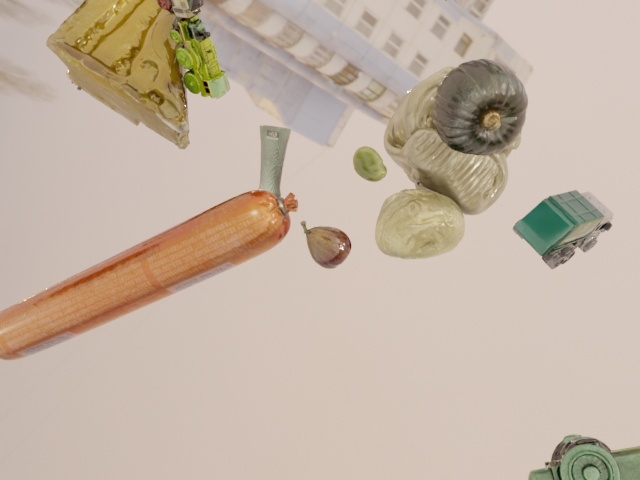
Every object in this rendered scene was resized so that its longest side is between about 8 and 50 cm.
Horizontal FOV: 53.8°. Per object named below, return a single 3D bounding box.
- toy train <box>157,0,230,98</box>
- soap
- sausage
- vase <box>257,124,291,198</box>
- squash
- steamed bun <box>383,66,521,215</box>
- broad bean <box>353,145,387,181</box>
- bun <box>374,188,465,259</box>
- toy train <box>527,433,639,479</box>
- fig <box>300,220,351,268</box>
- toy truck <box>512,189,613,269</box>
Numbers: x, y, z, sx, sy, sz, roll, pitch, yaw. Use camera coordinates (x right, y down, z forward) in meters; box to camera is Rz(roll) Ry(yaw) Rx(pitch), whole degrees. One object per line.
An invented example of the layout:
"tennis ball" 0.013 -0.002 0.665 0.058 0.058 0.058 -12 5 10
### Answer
"toy train" -0.213 -0.349 1.008 0.085 0.249 0.053 16 -133 33
"soap" -0.268 -0.376 1.164 0.305 0.169 0.338 33 -106 8
"sausage" -0.168 0.036 0.550 0.348 0.053 0.053 -24 -122 19
"vase" -0.145 -0.230 1.894 0.096 0.096 0.219 12 -82 47
"squash" 0.353 -0.289 1.394 0.172 0.218 0.218 29 -84 48
"steamed bun" 0.337 -0.273 1.710 0.342 0.368 0.255 -55 -157 -10
"broad bean" 0.102 -0.158 1.325 0.063 0.045 0.083 -44 -99 26
"bun" 0.235 -0.050 1.577 0.244 0.244 0.153 6 -62 46
"toy train" 0.514 0.399 0.957 0.369 0.150 0.237 -12 -103 8
"fig" 0.000 0.000 1.278 0.089 0.125 0.088 -45 -159 23
"toy truck" 0.489 -0.029 1.269 0.114 0.254 0.124 52 -45 26
